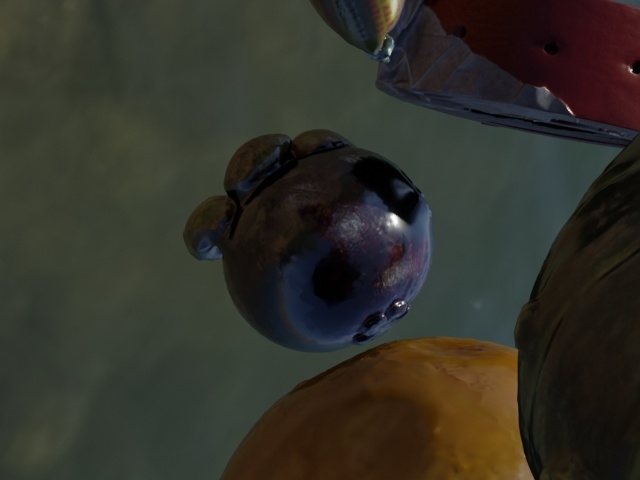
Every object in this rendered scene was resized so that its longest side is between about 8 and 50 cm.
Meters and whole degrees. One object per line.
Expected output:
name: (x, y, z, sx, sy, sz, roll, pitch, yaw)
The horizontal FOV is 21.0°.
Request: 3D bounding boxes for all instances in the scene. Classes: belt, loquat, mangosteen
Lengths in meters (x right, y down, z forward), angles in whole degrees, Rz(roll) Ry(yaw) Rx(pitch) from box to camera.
belt: (0.200, -0.154, 1.543, 0.323, 0.227, 0.115, 11, 88, -15)
loquat: (0.077, 0.222, 1.199, 0.328, 0.328, 0.328, -34, 142, -33)
mangosteen: (0.000, 0.000, 1.526, 0.210, 0.210, 0.210, -34, 142, -33)

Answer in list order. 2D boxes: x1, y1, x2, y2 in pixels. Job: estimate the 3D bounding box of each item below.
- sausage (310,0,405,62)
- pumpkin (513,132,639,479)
sausage: (-0.012, -0.244, 0.979, 0.082, 0.082, 0.371, -44, 136, -21)
pumpkin: (0.239, 0.054, 0.717, 0.323, 0.323, 0.241, -37, 121, -30)
